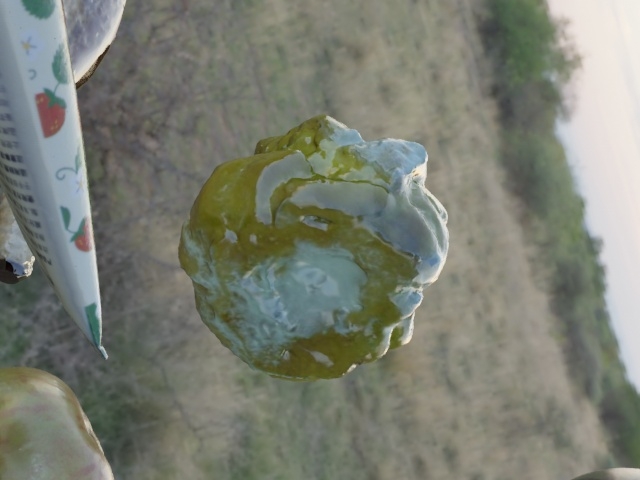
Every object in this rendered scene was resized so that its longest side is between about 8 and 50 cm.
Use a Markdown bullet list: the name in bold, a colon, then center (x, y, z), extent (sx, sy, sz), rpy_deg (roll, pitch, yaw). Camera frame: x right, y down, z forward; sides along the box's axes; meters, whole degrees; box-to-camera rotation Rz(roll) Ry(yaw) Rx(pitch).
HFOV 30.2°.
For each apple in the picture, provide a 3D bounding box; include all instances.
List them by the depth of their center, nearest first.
- **apple**: center (-0.300, 0.251, 1.159), extent (0.261, 0.194, 0.261), rpy_deg (61, -14, 26)

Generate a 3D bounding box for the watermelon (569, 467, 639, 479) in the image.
- **watermelon**: center (0.277, 0.307, 1.064), extent (0.212, 0.212, 0.212), rpy_deg (-17, 90, -79)

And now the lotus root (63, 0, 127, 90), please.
- **lotus root**: center (-0.244, -0.147, 0.742), extent (0.193, 0.193, 0.291), rpy_deg (67, 32, -29)

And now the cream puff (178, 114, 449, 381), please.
- **cream puff**: center (0.000, 0.000, 1.600), extent (0.275, 0.378, 0.378), rpy_deg (-94, 164, -59)

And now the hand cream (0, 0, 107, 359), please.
- **hand cream**: center (-0.141, -0.071, 0.563), extent (0.095, 0.059, 0.276), rpy_deg (45, -32, 48)

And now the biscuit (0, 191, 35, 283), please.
- **biscuit**: center (-0.350, -0.056, 1.398), extent (0.061, 0.055, 0.219), rpy_deg (32, 52, -42)
